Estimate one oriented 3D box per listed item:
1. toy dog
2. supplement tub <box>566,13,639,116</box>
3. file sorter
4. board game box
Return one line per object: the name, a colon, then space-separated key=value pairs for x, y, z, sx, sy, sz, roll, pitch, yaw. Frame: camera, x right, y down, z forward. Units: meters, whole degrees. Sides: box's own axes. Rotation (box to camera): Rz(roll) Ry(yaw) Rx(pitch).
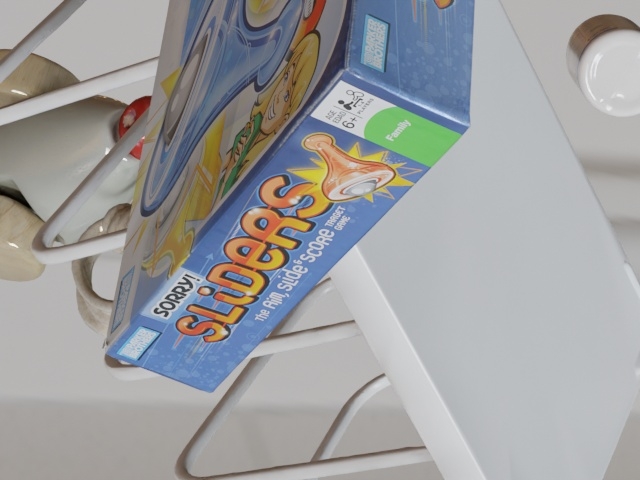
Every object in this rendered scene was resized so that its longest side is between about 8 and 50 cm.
toy dog: x=-0.122 y=-0.041 z=1.357 sx=0.333 sy=0.220 sz=0.161 roll=21 pitch=172 yaw=47
supplement tub: x=0.234 y=-0.140 z=1.542 sx=0.071 sy=0.071 sz=0.107 roll=9 pitch=-167 yaw=0
file sorter: x=0.000 y=0.000 z=0.855 sx=0.173 sy=0.278 sz=0.193 roll=-15 pitch=-155 yaw=34
board game box: x=-0.004 y=-0.076 z=0.538 sx=0.035 sy=0.136 sz=0.201 roll=22 pitch=-131 yaw=-20
